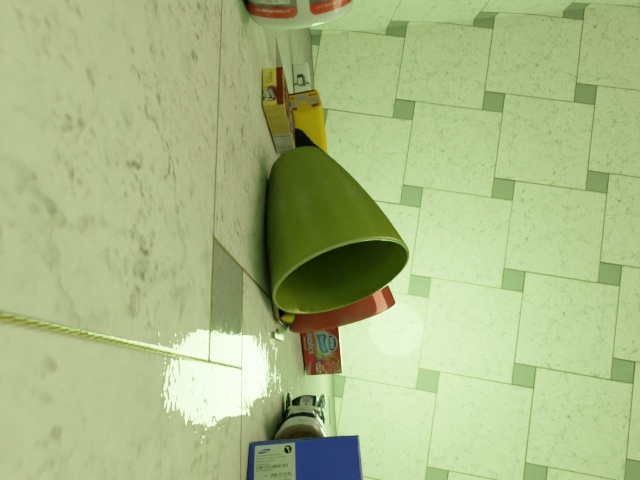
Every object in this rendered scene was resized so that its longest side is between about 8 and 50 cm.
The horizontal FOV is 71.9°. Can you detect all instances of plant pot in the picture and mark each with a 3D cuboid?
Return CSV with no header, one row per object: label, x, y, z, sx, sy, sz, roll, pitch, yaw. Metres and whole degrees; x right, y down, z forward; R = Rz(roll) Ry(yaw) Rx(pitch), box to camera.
plant pot,0.027,0.078,1.116,0.275,0.275,0.243,32,44,-86
plant pot,-0.002,-0.044,0.908,0.275,0.275,0.293,80,-9,-60

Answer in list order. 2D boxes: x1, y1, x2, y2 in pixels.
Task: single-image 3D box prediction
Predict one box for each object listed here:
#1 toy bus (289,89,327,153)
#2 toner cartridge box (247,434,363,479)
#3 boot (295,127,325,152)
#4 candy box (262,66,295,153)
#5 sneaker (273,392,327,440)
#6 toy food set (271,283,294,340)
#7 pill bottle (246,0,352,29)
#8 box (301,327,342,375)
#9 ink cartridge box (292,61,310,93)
toy bus,-0.037,-0.309,1.398,0.333,0.108,0.130,82,-5,-52
toner cartridge box,-0.007,0.423,0.755,0.348,0.165,0.075,83,5,-51
boot,-0.030,-0.177,1.271,0.207,0.094,0.246,79,-17,-50
candy box,-0.097,-0.306,1.057,0.187,0.053,0.109,81,5,-68
sneaker,-0.034,0.360,0.890,0.282,0.099,0.153,93,2,-49
toy food set,-0.078,0.119,0.961,0.132,0.038,0.192,72,14,-76
pill bottle,-0.054,-0.587,0.768,0.210,0.210,0.363,-90,175,-49
box,0.003,0.292,1.424,0.128,0.122,0.257,-88,173,-68
ink cartridge box,-0.070,-0.608,1.752,0.109,0.063,0.150,54,31,-84
